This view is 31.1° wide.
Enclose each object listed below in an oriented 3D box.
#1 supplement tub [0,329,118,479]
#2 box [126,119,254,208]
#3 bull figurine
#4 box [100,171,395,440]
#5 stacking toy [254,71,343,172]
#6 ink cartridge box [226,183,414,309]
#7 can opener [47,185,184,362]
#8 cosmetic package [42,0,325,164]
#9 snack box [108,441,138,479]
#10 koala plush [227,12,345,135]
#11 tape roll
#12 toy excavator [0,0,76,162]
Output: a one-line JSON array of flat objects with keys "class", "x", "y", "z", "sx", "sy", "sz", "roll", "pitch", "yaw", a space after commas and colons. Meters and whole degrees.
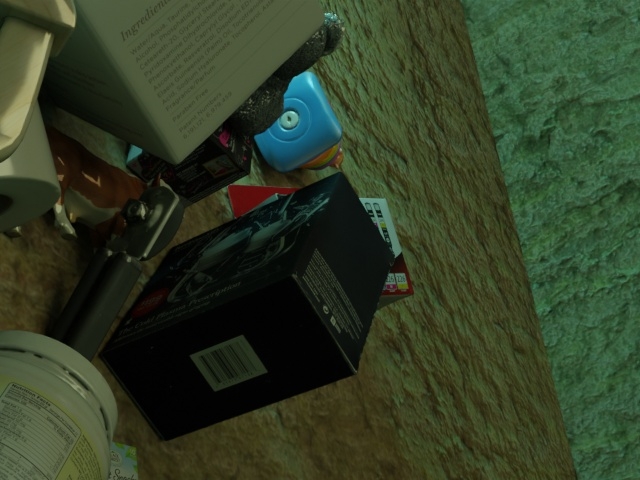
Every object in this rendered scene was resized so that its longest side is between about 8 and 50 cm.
[{"class": "supplement tub", "x": -0.358, "y": 0.267, "z": 1.188, "sx": 0.235, "sy": 0.235, "sz": 0.325, "roll": 57, "pitch": 27, "yaw": -22}, {"class": "box", "x": -0.214, "y": -0.204, "z": 1.942, "sx": 0.142, "sy": 0.163, "sz": 0.247, "roll": 44, "pitch": 34, "yaw": -35}, {"class": "bull figurine", "x": -0.327, "y": -0.052, "z": 1.664, "sx": 0.310, "sy": 0.101, "sz": 0.188, "roll": 33, "pitch": 48, "yaw": -44}, {"class": "box", "x": -0.099, "y": 0.095, "z": 1.717, "sx": 0.179, "sy": 0.343, "sz": 0.312, "roll": 58, "pitch": 26, "yaw": -19}, {"class": "stacking toy", "x": -0.016, "y": -0.208, "z": 2.382, "sx": 0.175, "sy": 0.166, "sz": 0.302, "roll": 65, "pitch": 12, "yaw": 18}, {"class": "ink cartridge box", "x": 0.000, "y": 0.000, "z": 2.159, "sx": 0.309, "sy": 0.130, "sz": 0.271, "roll": -1, "pitch": 69, "yaw": -48}, {"class": "can opener", "x": -0.269, "y": 0.052, "z": 1.586, "sx": 0.095, "sy": 0.076, "sz": 0.283, "roll": 46, "pitch": 65, "yaw": -47}, {"class": "cosmetic package", "x": -0.263, "y": -0.382, "z": 1.574, "sx": 0.327, "sy": 0.329, "sz": 0.393, "roll": -46, "pitch": 137, "yaw": -18}, {"class": "snack box", "x": -0.282, "y": 0.336, "z": 1.515, "sx": 0.100, "sy": 0.037, "sz": 0.141, "roll": 32, "pitch": 43, "yaw": -53}, {"class": "koala plush", "x": -0.077, "y": -0.297, "z": 1.837, "sx": 0.196, "sy": 0.221, "sz": 0.203, "roll": -7, "pitch": 72, "yaw": -59}, {"class": "tape roll", "x": -0.438, "y": -0.105, "z": 1.323, "sx": 0.246, "sy": 0.246, "sz": 0.169, "roll": 4, "pitch": 67, "yaw": -63}, {"class": "toy excavator", "x": -0.426, "y": -0.055, "z": 1.097, "sx": 0.445, "sy": 0.222, "sz": 0.432, "roll": -8, "pitch": 77, "yaw": -31}]
